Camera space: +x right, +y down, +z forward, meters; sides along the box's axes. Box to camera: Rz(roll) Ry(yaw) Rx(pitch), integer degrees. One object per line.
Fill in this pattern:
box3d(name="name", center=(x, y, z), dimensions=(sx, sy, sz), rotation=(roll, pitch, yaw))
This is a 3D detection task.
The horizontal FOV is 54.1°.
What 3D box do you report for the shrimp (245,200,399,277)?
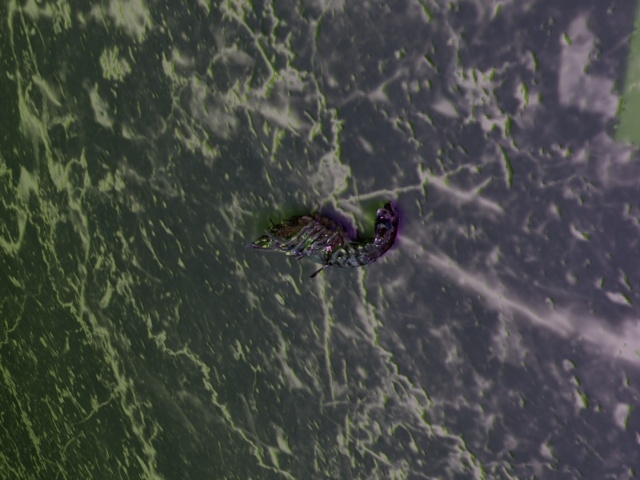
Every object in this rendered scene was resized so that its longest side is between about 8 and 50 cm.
box3d(name="shrimp", center=(0.002, 0.004, 0.649), dimensions=(0.174, 0.082, 0.076), rotation=(-4, 101, 36))
